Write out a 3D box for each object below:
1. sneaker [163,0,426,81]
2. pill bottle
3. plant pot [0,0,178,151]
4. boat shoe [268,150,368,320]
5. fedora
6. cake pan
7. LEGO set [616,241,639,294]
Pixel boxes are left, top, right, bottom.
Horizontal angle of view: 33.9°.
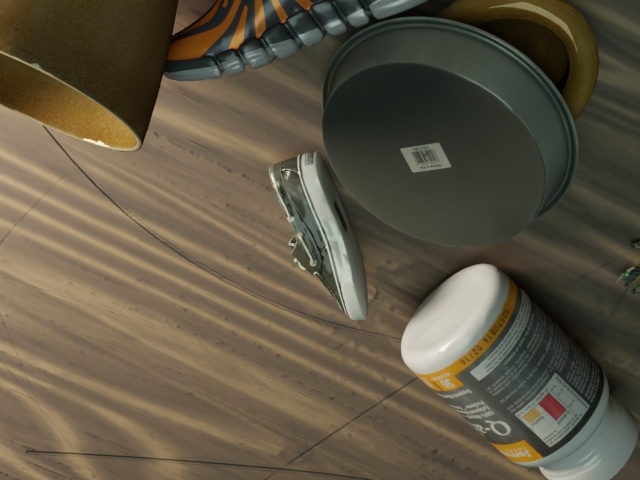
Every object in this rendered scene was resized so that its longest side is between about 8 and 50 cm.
[{"bbox_3d":[-0.043,-0.291,1.087,0.321,0.124,0.180,-21,111,7],"label":"sneaker"},{"bbox_3d":[0.243,0.171,1.268,0.278,0.162,0.162,43,116,-15],"label":"pill bottle"},{"bbox_3d":[-0.238,-0.255,1.045,0.237,0.237,0.254,23,79,-5],"label":"plant pot"},{"bbox_3d":[0.000,0.000,1.261,0.070,0.078,0.219,-15,108,15],"label":"boat shoe"},{"bbox_3d":[0.199,-0.192,1.116,0.194,0.079,0.194,9,126,13],"label":"fedora"},{"bbox_3d":[0.125,-0.102,1.127,0.293,0.054,0.293,19,141,16],"label":"cake pan"},{"bbox_3d":[0.384,0.037,1.255,0.054,0.023,0.083,14,107,-2],"label":"LEGO set"}]
